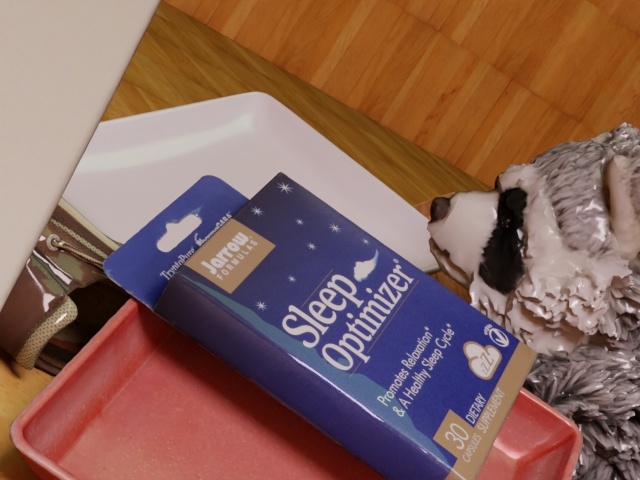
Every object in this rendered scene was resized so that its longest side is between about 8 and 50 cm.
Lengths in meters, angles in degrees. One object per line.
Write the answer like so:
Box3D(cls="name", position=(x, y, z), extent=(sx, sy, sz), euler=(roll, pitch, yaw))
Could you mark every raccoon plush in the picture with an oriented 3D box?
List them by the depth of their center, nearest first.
Box3D(cls="raccoon plush", position=(0.247, 0.119, 0.930), extent=(0.446, 0.299, 0.216), euler=(29, 11, -20))

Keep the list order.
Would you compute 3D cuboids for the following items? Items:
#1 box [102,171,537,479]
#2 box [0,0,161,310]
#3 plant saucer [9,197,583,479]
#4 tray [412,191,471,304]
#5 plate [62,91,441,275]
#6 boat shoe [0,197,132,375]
Box3D(cls="box", position=(0.004, 0.041, 0.729), extent=(0.225, 0.036, 0.136), euler=(34, 35, 5))
Box3D(cls="box", position=(-0.174, -0.045, 0.593), extent=(0.121, 0.148, 0.311), euler=(30, 32, -12))
Box3D(cls="plant saucer", position=(-0.001, 0.116, 0.705), extent=(0.259, 0.048, 0.258), euler=(33, 35, 3))
Box3D(cls="tray", position=(0.199, 0.075, 1.305), extent=(0.411, 0.076, 0.203), euler=(9, 63, -66))
Box3D(cls="plate", position=(-0.072, -0.018, 1.058), extent=(0.277, 0.045, 0.278), euler=(-18, 45, -39))
Box3D(cls="boat shoe", position=(-0.161, 0.023, 0.739), extent=(0.257, 0.095, 0.095), euler=(26, 19, -33))
